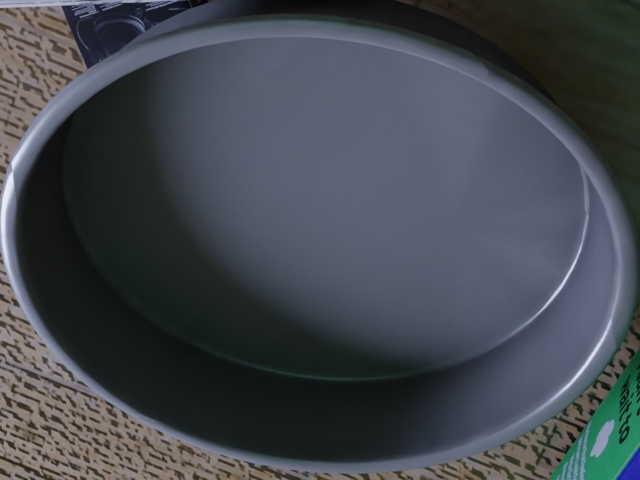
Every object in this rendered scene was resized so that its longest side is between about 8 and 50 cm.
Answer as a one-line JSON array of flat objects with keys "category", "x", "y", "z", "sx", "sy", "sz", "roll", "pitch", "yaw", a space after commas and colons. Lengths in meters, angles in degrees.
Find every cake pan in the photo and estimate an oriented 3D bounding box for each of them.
[{"category": "cake pan", "x": 0.000, "y": 0.000, "z": 0.740, "sx": 0.293, "sy": 0.054, "sz": 0.293, "roll": 4, "pitch": 135, "yaw": 4}]

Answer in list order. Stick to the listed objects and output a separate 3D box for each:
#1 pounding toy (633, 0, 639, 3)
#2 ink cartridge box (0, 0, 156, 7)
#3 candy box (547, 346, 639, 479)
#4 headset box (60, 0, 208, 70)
[{"category": "pounding toy", "x": 0.208, "y": -0.148, "z": 0.663, "sx": 0.141, "sy": 0.100, "sz": 0.130, "roll": 18, "pitch": 116, "yaw": 0}, {"category": "ink cartridge box", "x": -0.110, "y": -0.206, "z": 0.637, "sx": 0.283, "sy": 0.117, "sz": 0.207, "roll": -3, "pitch": 116, "yaw": -8}, {"category": "candy box", "x": 0.239, "y": 0.187, "z": 0.799, "sx": 0.268, "sy": 0.122, "sz": 0.317, "roll": 27, "pitch": 114, "yaw": -4}, {"category": "headset box", "x": -0.083, "y": -0.097, "z": 0.766, "sx": 0.062, "sy": 0.032, "sz": 0.083, "roll": -16, "pitch": 112, "yaw": 15}]
